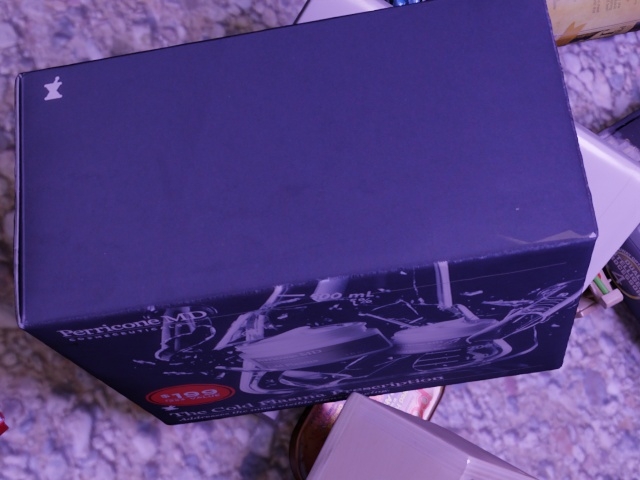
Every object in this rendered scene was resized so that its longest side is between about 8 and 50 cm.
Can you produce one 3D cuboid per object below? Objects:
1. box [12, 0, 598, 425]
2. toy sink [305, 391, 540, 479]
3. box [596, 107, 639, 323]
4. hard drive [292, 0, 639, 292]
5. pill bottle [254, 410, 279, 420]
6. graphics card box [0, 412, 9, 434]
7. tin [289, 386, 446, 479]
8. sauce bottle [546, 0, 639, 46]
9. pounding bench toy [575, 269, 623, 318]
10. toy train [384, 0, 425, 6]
[{"bbox_3d":[0.000,0.000,0.760,0.344,0.312,0.178,-9,68,6],"label":"box"},{"bbox_3d":[0.057,0.264,0.843,0.153,0.131,0.234,32,84,-53],"label":"toy sink"},{"bbox_3d":[0.461,0.013,1.055,0.318,0.097,0.394,-30,78,-18],"label":"box"},{"bbox_3d":[0.095,-0.052,0.947,0.353,0.047,0.233,30,112,-11],"label":"hard drive"},{"bbox_3d":[-0.039,0.098,0.933,0.065,0.065,0.116,27,73,-12],"label":"pill bottle"},{"bbox_3d":[-0.447,0.079,0.792,0.233,0.094,0.371,-41,93,-19],"label":"graphics card box"},{"bbox_3d":[0.045,0.159,0.965,0.106,0.040,0.189,33,73,-6],"label":"tin"},{"bbox_3d":[0.296,-0.264,1.078,0.345,0.111,0.111,-13,85,-18],"label":"sauce bottle"},{"bbox_3d":[0.257,0.037,1.028,0.052,0.083,0.065,-26,90,-20],"label":"pounding bench toy"},{"bbox_3d":[0.102,-0.172,1.003,0.080,0.105,0.184,-12,85,-23],"label":"toy train"}]
